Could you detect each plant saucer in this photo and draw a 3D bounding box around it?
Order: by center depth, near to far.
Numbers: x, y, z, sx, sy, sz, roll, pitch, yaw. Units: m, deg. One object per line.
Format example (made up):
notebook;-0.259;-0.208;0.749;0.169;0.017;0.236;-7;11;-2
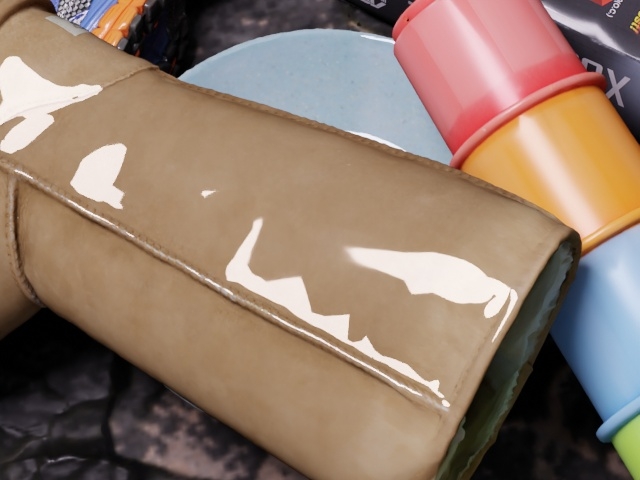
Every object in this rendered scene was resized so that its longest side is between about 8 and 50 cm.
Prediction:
plant saucer;0.000;0.000;0.830;0.195;0.037;0.195;-1;65;2

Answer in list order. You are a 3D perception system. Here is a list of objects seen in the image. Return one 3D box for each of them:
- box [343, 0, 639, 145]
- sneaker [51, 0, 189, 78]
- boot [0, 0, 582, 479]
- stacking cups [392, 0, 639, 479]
box;0.169;-0.203;0.891;0.242;0.076;0.307;28;70;15
sneaker;-0.086;-0.146;0.880;0.087;0.083;0.221;22;66;18
boot;-0.069;0.042;0.745;0.269;0.089;0.236;28;97;18
stacking cups;0.128;0.031;0.747;0.096;0.096;0.316;-29;77;-10
